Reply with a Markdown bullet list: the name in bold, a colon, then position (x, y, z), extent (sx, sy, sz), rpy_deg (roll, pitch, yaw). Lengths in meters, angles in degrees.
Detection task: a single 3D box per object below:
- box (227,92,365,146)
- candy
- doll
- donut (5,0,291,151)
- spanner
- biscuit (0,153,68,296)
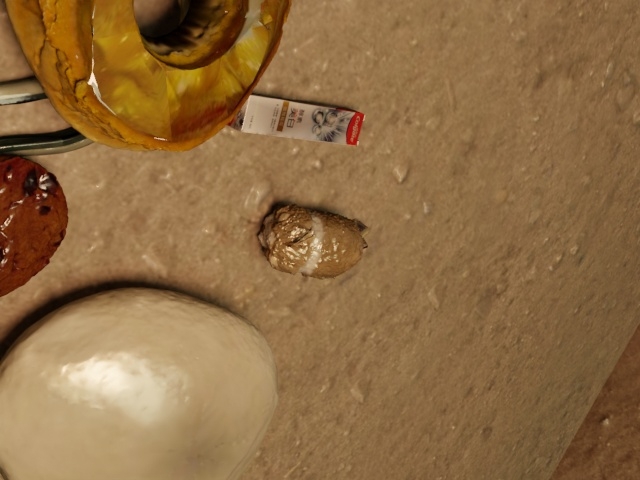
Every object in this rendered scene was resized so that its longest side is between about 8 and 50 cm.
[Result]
- **box**: position (-0.031, -0.172, 1.104), extent (0.218, 0.040, 0.055), rpy_deg (0, 112, -41)
- **candy**: position (-0.250, 0.244, 1.053), extent (0.386, 0.186, 0.427), rpy_deg (-52, 132, 0)
- **doll**: position (0.002, 0.007, 1.192), extent (0.221, 0.115, 0.105), rpy_deg (11, 95, -51)
- **donut**: position (-0.167, -0.258, 0.833), extent (0.330, 0.160, 0.329), rpy_deg (-5, 99, -35)
- **spanner**: position (-0.260, -0.154, 0.915), extent (0.325, 0.040, 0.095), rpy_deg (-15, 122, -33)
- **biscuit**: position (-0.365, -0.009, 0.866), extent (0.192, 0.049, 0.192), rpy_deg (-45, 155, -28)
